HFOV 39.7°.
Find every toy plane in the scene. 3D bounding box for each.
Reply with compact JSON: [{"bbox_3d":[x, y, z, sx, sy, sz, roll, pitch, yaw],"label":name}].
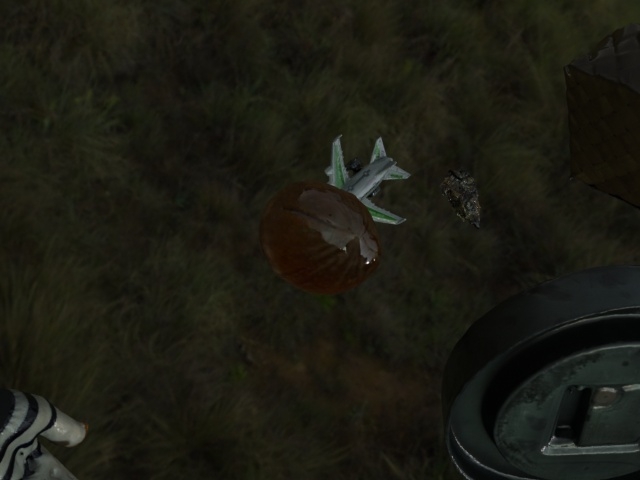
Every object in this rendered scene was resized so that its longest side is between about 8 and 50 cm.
[{"bbox_3d":[0.073,-0.109,2.011,0.251,0.255,0.101,50,-1,-17],"label":"toy plane"}]

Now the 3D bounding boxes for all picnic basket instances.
[{"bbox_3d":[0.608,-0.242,1.530,0.337,0.338,0.293,-12,34,-41],"label":"picnic basket"}]

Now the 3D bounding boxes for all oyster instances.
[{"bbox_3d":[0.307,-0.092,1.864,0.132,0.086,0.029,42,-4,-11],"label":"oyster"}]

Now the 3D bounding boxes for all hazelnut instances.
[{"bbox_3d":[0.000,0.000,1.093,0.150,0.150,0.150,19,45,-20],"label":"hazelnut"}]

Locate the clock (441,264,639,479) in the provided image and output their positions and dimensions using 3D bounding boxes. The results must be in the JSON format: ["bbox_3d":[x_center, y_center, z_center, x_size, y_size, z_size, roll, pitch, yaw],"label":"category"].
[{"bbox_3d":[0.278,0.156,0.891,0.318,0.319,0.066,20,37,-19],"label":"clock"}]

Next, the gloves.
[{"bbox_3d":[-0.368,0.284,1.121,0.131,0.219,0.140,-18,45,0],"label":"gloves"}]
